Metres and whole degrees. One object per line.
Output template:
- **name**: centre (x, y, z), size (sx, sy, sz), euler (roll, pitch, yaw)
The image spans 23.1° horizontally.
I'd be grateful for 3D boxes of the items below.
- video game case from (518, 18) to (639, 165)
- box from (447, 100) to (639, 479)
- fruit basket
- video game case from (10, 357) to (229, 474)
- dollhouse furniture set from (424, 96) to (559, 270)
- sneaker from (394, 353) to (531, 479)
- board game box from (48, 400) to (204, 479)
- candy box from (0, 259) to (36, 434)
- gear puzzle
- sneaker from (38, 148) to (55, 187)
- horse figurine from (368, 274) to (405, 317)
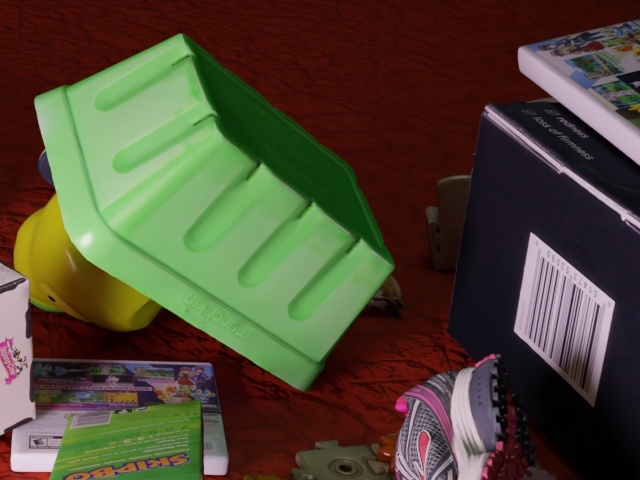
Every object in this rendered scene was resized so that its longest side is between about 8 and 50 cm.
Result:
- **video game case**: centre (0.413, -0.172, 1.662), size (0.300, 0.036, 0.329), euler (-14, 29, -13)
- **box**: centre (0.457, 0.063, 1.627), size (0.472, 0.297, 0.480), euler (-4, 26, -22)
- **fruit basket**: centre (-0.167, 0.006, 1.612), size (0.392, 0.392, 0.283), euler (-2, 43, -20)
- **video game case**: centre (-0.198, 0.170, 1.525), size (0.201, 0.023, 0.183), euler (2, 25, -10)
- **dollhouse furniture set**: centre (0.262, -0.126, 2.041), size (0.287, 0.198, 0.303), euler (-6, 25, -2)
- **sneaker**: centre (0.118, 0.223, 1.351), size (0.112, 0.120, 0.299), euler (-18, 26, 17)
- **board game box**: centre (-0.160, 0.186, 1.322), size (0.124, 0.039, 0.259), euler (-6, 6, -3)
- **candy box**: centre (-0.367, 0.124, 1.381), size (0.233, 0.159, 0.071), euler (-23, 39, -40)
- **gear puzzle**: centre (0.067, 0.220, 1.466), size (0.339, 0.044, 0.175), euler (-3, 26, -22)
- **sneaker**: centre (-0.272, -0.059, 1.929), size (0.226, 0.086, 0.163), euler (15, 23, 14)
- **horse figurine**: centre (0.000, 0.000, 1.897), size (0.175, 0.066, 0.263), euler (13, 17, -16)
